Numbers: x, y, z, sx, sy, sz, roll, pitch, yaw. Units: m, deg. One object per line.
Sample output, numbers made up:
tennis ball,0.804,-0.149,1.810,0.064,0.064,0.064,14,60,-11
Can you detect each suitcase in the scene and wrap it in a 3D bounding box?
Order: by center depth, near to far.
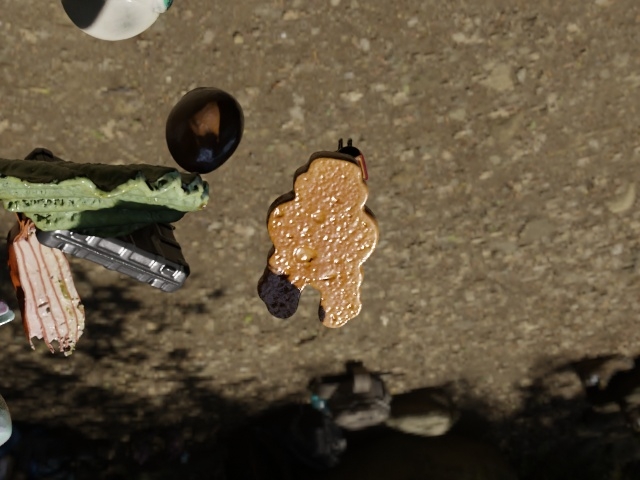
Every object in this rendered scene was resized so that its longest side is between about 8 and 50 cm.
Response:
suitcase,-0.357,-0.030,1.492,0.066,0.206,0.286,-46,137,16

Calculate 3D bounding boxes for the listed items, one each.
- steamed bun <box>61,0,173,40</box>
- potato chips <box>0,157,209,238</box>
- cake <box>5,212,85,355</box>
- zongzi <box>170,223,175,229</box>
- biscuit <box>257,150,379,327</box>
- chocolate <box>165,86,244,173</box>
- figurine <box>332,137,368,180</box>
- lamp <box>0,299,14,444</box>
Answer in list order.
steamed bun,-0.334,-0.425,1.498,0.177,0.130,0.228,8,144,-44
potato chips,-0.324,-0.059,1.121,0.430,0.070,0.358,1,172,31
cake,-0.490,0.065,1.576,0.098,0.287,0.135,-14,-170,-29
zongzi,-0.516,-0.089,2.222,0.241,0.248,0.111,13,106,-43
biscuit,0.000,0.000,1.591,0.202,0.047,0.333,8,115,-4
chocolate,-0.227,-0.209,1.764,0.177,0.176,0.176,-4,149,-2
figurine,0.055,-0.171,1.893,0.083,0.098,0.154,4,179,-9
lamp,-0.619,0.211,1.500,0.248,0.301,0.247,-26,166,-11
